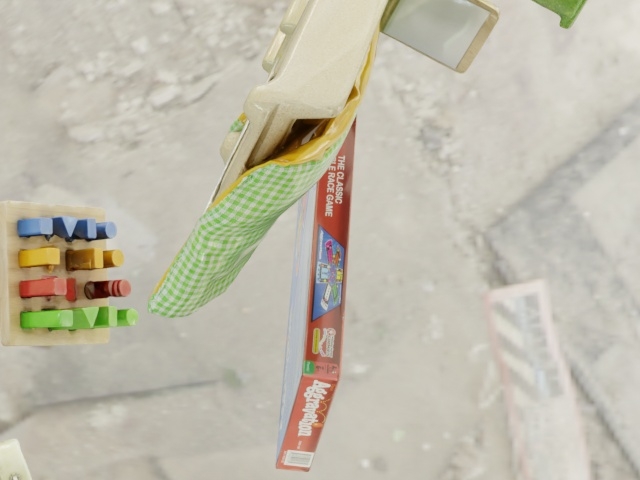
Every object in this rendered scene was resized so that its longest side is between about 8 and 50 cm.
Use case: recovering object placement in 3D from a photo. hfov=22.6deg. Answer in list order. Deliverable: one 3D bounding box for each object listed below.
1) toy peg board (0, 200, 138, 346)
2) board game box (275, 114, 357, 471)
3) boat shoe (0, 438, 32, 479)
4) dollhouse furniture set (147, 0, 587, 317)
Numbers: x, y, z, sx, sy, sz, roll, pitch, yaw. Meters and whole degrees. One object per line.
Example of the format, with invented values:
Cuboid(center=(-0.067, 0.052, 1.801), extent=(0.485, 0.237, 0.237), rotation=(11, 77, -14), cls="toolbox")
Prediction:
Cuboid(center=(-0.276, 0.037, 1.806), extent=(0.161, 0.079, 0.161), rotation=(4, 83, -55), cls="toy peg board")
Cuboid(center=(0.000, 0.000, 1.092), extent=(0.027, 0.145, 0.281), rotation=(8, 58, -6), cls="board game box")
Cuboid(center=(-0.253, 0.323, 1.438), extent=(0.094, 0.109, 0.302), rotation=(-25, 99, -9), cls="boat shoe")
Cuboid(center=(0.040, -0.082, 0.921), extent=(0.151, 0.197, 0.301), rotation=(26, 48, -5), cls="dollhouse furniture set")
